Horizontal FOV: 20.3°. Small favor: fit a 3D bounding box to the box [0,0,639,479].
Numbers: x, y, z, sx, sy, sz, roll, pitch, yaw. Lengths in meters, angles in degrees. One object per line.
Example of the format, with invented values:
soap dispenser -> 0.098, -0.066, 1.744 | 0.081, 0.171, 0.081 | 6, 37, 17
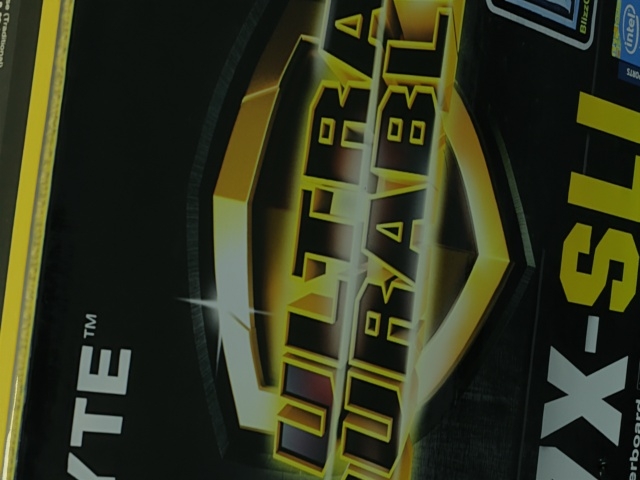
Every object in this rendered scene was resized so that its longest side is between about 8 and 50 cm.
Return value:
box -> 0.000, 0.000, 0.482 | 0.257, 0.079, 0.322 | 12, 83, -50
